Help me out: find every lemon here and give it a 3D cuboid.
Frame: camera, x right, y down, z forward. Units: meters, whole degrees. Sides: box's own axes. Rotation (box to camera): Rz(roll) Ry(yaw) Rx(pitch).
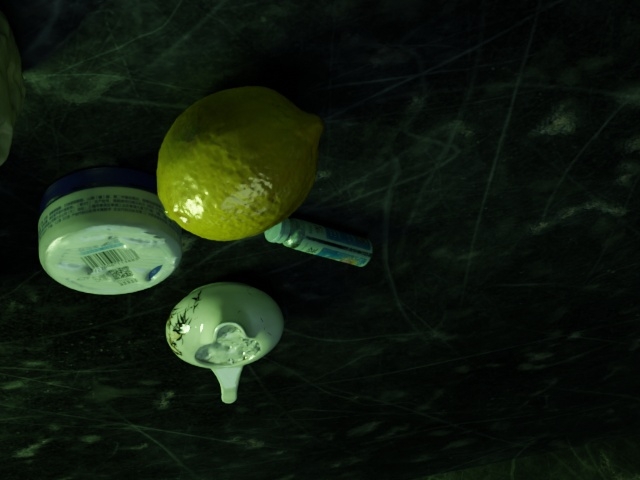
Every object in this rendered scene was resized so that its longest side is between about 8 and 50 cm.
[{"bbox_3d":[-0.107,-0.095,1.154,0.257,0.188,0.188,-30,144,21],"label":"lemon"}]

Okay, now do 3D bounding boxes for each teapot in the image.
[{"bbox_3d":[-0.167,0.177,1.620,0.208,0.165,0.299,-15,140,-13],"label":"teapot"}]

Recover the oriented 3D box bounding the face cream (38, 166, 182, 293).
[{"bbox_3d":[-0.306,-0.007,1.318,0.206,0.111,0.206,-8,150,-5],"label":"face cream"}]

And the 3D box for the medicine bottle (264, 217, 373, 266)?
[{"bbox_3d":[0.000,0.000,1.469,0.191,0.051,0.051,17,140,-34],"label":"medicine bottle"}]

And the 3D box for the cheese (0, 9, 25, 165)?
[{"bbox_3d":[-0.411,-0.176,0.922,0.174,0.251,0.247,-10,133,-1],"label":"cheese"}]
